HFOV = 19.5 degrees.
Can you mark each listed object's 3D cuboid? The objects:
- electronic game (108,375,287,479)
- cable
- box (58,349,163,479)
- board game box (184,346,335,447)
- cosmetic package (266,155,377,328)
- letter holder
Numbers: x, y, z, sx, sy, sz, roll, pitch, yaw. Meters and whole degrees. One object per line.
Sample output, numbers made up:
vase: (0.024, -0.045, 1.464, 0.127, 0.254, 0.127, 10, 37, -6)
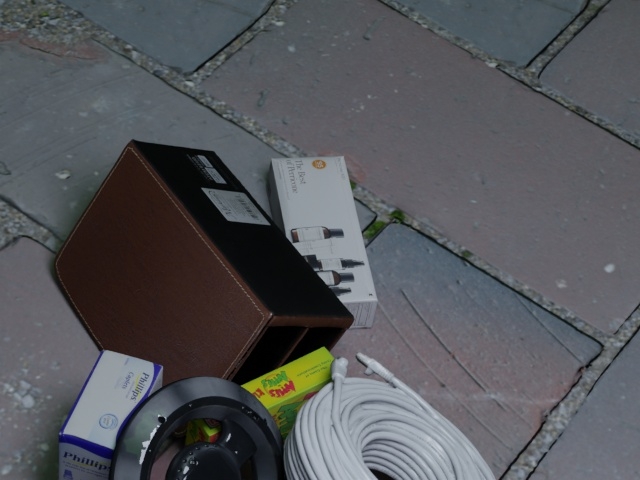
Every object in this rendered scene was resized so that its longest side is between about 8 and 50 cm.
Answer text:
electronic game: (-0.125, 0.258, 1.971, 0.229, 0.048, 0.229, 4, 84, -38)
cable: (0.077, 0.262, 2.005, 0.257, 0.089, 0.257, 37, 30, -2)
box: (-0.228, 0.211, 2.016, 0.072, 0.137, 0.126, 17, 48, 6)
board game box: (-0.064, 0.195, 2.092, 0.181, 0.092, 0.043, -23, 56, -27)
cosmetic package: (0.000, 0.000, 2.298, 0.099, 0.060, 0.239, -2, 49, -13)
letter holder: (-0.147, 0.064, 2.173, 0.152, 0.214, 0.302, 5, 38, -52)
